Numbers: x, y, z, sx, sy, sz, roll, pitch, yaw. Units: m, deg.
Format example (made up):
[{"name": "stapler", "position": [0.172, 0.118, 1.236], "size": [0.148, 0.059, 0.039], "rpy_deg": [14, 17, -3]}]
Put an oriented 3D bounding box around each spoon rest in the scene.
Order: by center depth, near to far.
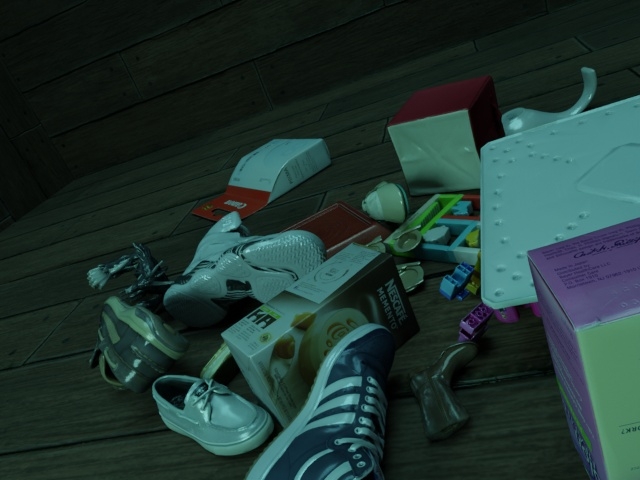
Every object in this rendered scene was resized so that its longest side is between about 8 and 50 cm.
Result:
[{"name": "spoon rest", "position": [0.524, -0.296, 1.302], "size": [0.276, 0.084, 0.137], "rpy_deg": [-32, 21, 14]}]

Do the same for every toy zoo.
[{"name": "toy zoo", "position": [0.281, -0.024, 0.988], "size": [0.293, 0.030, 0.192], "rpy_deg": [6, 37, 47]}]

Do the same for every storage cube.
[{"name": "storage cube", "position": [0.285, -0.228, 1.220], "size": [0.214, 0.184, 0.193], "rpy_deg": [-4, 31, 34]}]

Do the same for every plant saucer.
[{"name": "plant saucer", "position": [0.000, 0.000, 1.167], "size": [0.258, 0.048, 0.259], "rpy_deg": [-28, 24, -10]}]

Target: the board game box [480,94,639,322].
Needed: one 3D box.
[{"name": "board game box", "position": [0.407, -0.071, 0.707], "size": [0.389, 0.050, 0.390], "rpy_deg": [-15, 33, 26]}]

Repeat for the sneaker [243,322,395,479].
[{"name": "sneaker", "position": [0.047, 0.214, 0.619], "size": [0.153, 0.099, 0.282], "rpy_deg": [-2, 38, 48]}]

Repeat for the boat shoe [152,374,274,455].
[{"name": "boat shoe", "position": [-0.165, 0.238, 0.780], "size": [0.227, 0.081, 0.079], "rpy_deg": [-1, 32, 40]}]

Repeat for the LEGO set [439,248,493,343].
[{"name": "LEGO set", "position": [0.238, 0.067, 0.792], "size": [0.227, 0.093, 0.087], "rpy_deg": [-33, 57, -31]}]

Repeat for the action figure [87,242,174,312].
[{"name": "action figure", "position": [-0.399, 0.097, 1.180], "size": [0.141, 0.164, 0.275], "rpy_deg": [-41, 15, -25]}]

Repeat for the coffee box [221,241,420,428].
[{"name": "coffee box", "position": [0.006, 0.129, 0.781], "size": [0.246, 0.141, 0.098], "rpy_deg": [-35, 26, -23]}]

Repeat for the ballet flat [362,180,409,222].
[{"name": "ballet flat", "position": [0.127, -0.074, 1.129], "size": [0.086, 0.086, 0.248], "rpy_deg": [-21, 6, 4]}]

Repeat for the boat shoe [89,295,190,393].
[{"name": "boat shoe", "position": [-0.350, 0.185, 0.971], "size": [0.130, 0.132, 0.355], "rpy_deg": [-54, 19, -22]}]

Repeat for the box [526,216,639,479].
[{"name": "box", "position": [0.312, 0.101, 0.444], "size": [0.213, 0.243, 0.117], "rpy_deg": [-19, 24, 11]}]

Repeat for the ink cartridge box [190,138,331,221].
[{"name": "ink cartridge box", "position": [-0.201, -0.194, 1.689], "size": [0.384, 0.091, 0.308], "rpy_deg": [-34, 26, -25]}]

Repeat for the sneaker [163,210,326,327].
[{"name": "sneaker", "position": [-0.133, 0.024, 1.046], "size": [0.365, 0.137, 0.210], "rpy_deg": [-24, 31, 31]}]

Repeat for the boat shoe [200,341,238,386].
[{"name": "boat shoe", "position": [-0.147, 0.185, 0.910], "size": [0.045, 0.050, 0.135], "rpy_deg": [6, 37, 38]}]

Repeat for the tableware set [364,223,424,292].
[{"name": "tableware set", "position": [0.117, 0.042, 0.971], "size": [0.141, 0.020, 0.169], "rpy_deg": [-20, 36, 25]}]

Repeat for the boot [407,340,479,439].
[{"name": "boot", "position": [0.162, 0.181, 0.664], "size": [0.106, 0.037, 0.114], "rpy_deg": [-34, 20, 8]}]
